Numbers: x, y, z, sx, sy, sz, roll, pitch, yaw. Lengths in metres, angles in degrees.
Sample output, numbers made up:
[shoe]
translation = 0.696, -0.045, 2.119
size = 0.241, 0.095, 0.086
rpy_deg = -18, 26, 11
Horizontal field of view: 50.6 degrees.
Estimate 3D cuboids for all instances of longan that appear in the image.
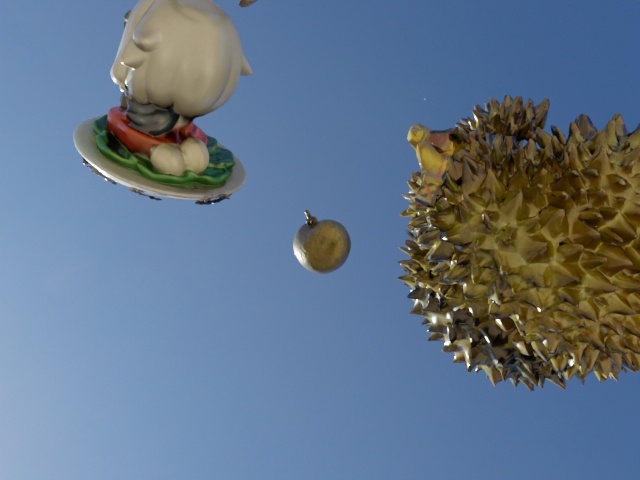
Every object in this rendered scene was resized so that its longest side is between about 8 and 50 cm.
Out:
[longan]
translation = 0.000, 0.000, 0.842
size = 0.075, 0.075, 0.083
rpy_deg = -20, -79, 12

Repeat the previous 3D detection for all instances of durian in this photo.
[durian]
translation = 0.184, 0.005, 0.549
size = 0.258, 0.293, 0.258
rpy_deg = -7, -112, 17

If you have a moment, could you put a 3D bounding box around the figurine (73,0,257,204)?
[figurine]
translation = -0.094, -0.118, 0.474
size = 0.132, 0.132, 0.153
rpy_deg = 23, -63, 3
